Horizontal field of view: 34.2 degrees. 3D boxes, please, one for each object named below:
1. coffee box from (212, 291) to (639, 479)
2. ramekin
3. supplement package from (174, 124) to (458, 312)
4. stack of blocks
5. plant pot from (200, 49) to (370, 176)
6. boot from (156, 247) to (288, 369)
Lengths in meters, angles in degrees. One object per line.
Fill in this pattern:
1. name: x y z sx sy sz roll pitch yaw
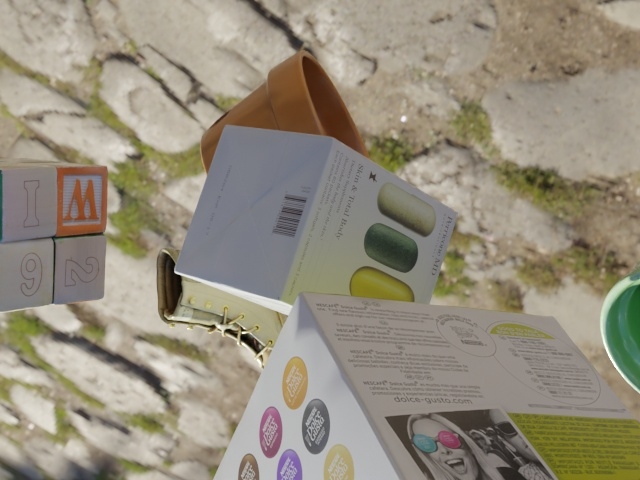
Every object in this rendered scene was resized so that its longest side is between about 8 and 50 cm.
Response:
1. coffee box: 0.117 0.290 1.046 0.338 0.334 0.338 7 123 -30
2. ramekin: 0.596 0.123 1.577 0.303 0.148 0.304 25 137 25
3. supplement package: 0.000 0.000 1.307 0.198 0.199 0.262 12 171 44
4. stack of blocks: -0.289 -0.005 0.592 0.171 0.297 0.087 8 98 35
5. plant pot: -0.051 -0.120 1.610 0.203 0.291 0.291 -24 127 12
6. boot: -0.120 0.124 1.466 0.203 0.262 0.095 9 140 -40
